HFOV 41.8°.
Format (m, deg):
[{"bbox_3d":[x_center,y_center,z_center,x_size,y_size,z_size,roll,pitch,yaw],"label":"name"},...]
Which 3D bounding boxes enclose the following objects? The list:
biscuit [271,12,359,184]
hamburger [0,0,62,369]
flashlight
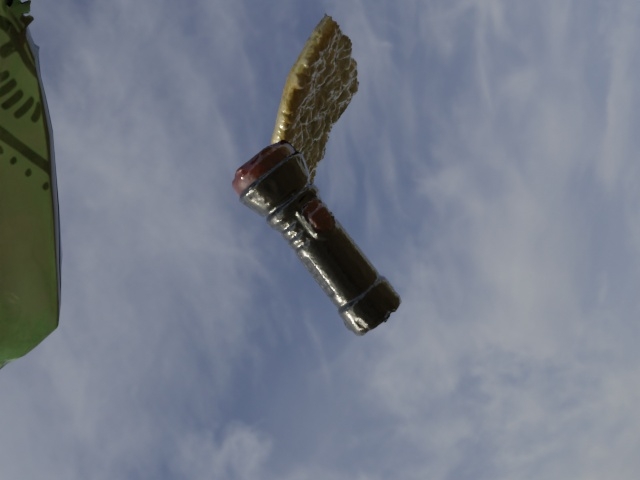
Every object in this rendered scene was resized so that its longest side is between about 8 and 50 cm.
[{"bbox_3d":[-0.008,-0.168,1.059,0.188,0.040,0.265,-46,-23,-46],"label":"biscuit"},{"bbox_3d":[-0.199,-0.005,0.270,0.214,0.125,0.235,-18,-47,-41],"label":"hamburger"},{"bbox_3d":[0.000,0.000,0.933,0.093,0.232,0.093,-38,-2,-1],"label":"flashlight"}]
